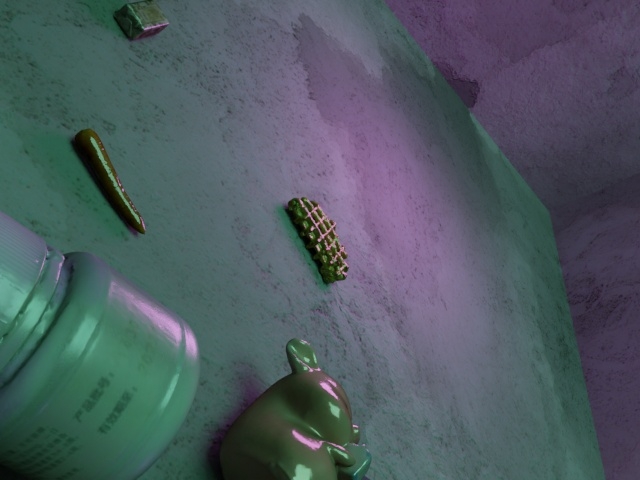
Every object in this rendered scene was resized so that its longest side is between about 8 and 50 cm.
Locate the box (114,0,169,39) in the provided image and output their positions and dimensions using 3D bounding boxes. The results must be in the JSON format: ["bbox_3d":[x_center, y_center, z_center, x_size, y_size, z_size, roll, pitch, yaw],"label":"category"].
[{"bbox_3d":[-0.340,-0.422,1.387,0.062,0.045,0.098,58,29,-7],"label":"box"}]

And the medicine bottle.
[{"bbox_3d":[-0.311,0.119,0.801,0.302,0.241,0.241,43,35,-32],"label":"medicine bottle"}]

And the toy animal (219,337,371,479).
[{"bbox_3d":[-0.031,0.312,1.119,0.256,0.213,0.195,-36,142,-49],"label":"toy animal"}]

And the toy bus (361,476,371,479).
[{"bbox_3d":[0.047,0.453,1.249,0.199,0.096,0.108,44,39,-27],"label":"toy bus"}]

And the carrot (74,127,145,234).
[{"bbox_3d":[-0.331,-0.089,1.152,0.190,0.037,0.037,63,29,-8],"label":"carrot"}]

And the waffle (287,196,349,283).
[{"bbox_3d":[0.000,0.000,1.587,0.161,0.046,0.191,21,50,-53],"label":"waffle"}]
